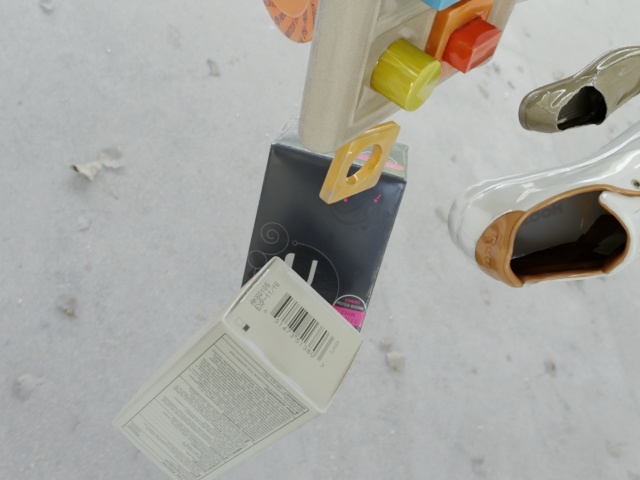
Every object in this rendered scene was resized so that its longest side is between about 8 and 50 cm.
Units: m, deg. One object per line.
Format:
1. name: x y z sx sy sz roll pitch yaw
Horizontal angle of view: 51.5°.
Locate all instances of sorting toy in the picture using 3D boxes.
1. sorting toy: 0.080 -0.148 0.421 0.196 0.348 0.047 -32 63 -31

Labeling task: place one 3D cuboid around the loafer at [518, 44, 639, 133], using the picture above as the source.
1. loafer: 0.261 -0.136 0.628 0.050 0.148 0.056 58 -6 52

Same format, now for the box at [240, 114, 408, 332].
1. box: 0.000 0.000 0.857 0.165 0.271 0.143 15 25 2

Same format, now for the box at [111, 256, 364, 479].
1. box: -0.108 0.171 0.783 0.148 0.311 0.121 44 41 -6

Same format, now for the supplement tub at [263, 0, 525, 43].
1. supplement tub: 0.106 -0.337 0.726 0.337 0.207 0.207 -23 77 -21

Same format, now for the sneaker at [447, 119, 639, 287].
1. sneaker: 0.256 -0.026 0.520 0.123 0.290 0.106 -110 179 -67
